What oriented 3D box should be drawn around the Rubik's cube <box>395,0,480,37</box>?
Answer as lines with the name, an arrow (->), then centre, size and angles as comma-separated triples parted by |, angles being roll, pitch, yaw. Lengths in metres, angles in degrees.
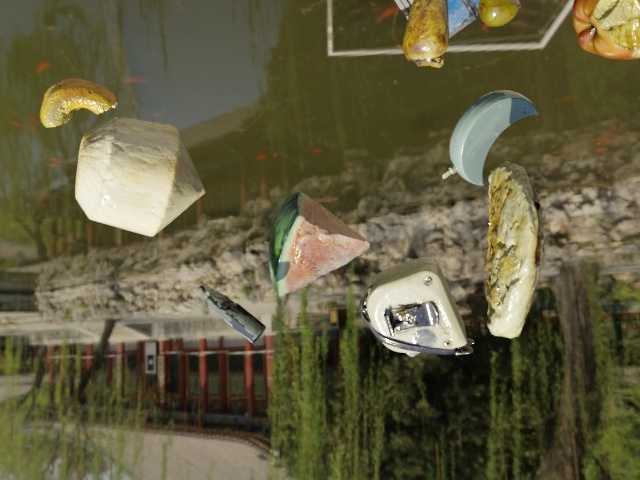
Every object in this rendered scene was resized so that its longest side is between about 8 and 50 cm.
Rubik's cube -> 0.320, -0.700, 1.485 | 0.305, 0.301, 0.304 | -34, -165, 8

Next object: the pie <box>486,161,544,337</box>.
pie -> 0.337, 0.016, 1.087 | 0.077, 0.339, 0.339 | 2, 173, 8

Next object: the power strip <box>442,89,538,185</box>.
power strip -> 0.374, -0.233, 1.375 | 0.167, 0.253, 0.054 | 27, -163, -37

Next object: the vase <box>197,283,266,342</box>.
vase -> -0.243, 0.187, 1.603 | 0.211, 0.060, 0.060 | 37, 176, 8

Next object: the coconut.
coconut -> -0.449, -0.158, 1.533 | 0.328, 0.329, 0.329 | -3, 172, 0

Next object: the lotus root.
lotus root -> 0.220, -0.454, 1.235 | 0.094, 0.191, 0.108 | 2, -178, -25

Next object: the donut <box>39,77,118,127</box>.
donut -> -0.290, -0.159, 0.721 | 0.083, 0.067, 0.038 | 16, -167, -19

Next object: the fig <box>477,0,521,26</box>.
fig -> 0.357, -0.463, 1.197 | 0.087, 0.074, 0.074 | -12, 175, -20

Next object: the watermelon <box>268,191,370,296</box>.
watermelon -> -0.034, -0.024, 1.790 | 0.292, 0.250, 0.283 | -10, 138, -28

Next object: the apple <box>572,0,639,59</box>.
apple -> 0.479, -0.364, 0.936 | 0.158, 0.156, 0.147 | -17, -148, 13

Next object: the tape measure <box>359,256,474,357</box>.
tape measure -> 0.237, 0.202, 1.542 | 0.231, 0.271, 0.133 | -22, -161, 17
